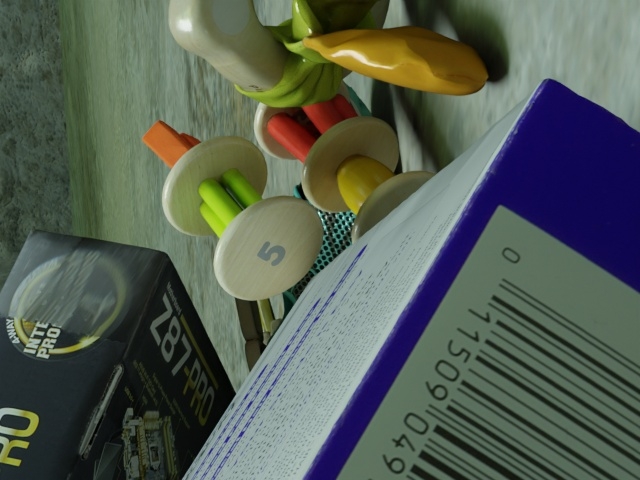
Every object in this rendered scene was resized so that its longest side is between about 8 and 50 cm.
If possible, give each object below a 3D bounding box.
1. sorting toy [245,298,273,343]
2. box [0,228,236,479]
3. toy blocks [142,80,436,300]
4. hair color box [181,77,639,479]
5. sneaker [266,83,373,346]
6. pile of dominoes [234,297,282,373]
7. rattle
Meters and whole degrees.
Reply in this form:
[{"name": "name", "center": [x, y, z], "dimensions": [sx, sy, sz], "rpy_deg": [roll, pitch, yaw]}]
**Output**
[{"name": "sorting toy", "center": [-0.043, 0.179, 1.264], "dimensions": [0.132, 0.046, 0.274], "rpy_deg": [118, 142, -70]}, {"name": "box", "center": [-0.122, 0.235, 0.930], "dimensions": [0.395, 0.097, 0.318], "rpy_deg": [70, -144, -53]}, {"name": "toy blocks", "center": [-0.026, -0.041, 0.778], "dimensions": [0.148, 0.123, 0.054], "rpy_deg": [49, 140, 44]}, {"name": "hair color box", "center": [0.021, 0.087, 0.553], "dimensions": [0.185, 0.110, 0.339], "rpy_deg": [-58, 5, -14]}, {"name": "sneaker", "center": [0.000, 0.000, 0.868], "dimensions": [0.065, 0.076, 0.166], "rpy_deg": [-135, 39, -69]}, {"name": "pile of dominoes", "center": [-0.034, 0.087, 0.999], "dimensions": [0.251, 0.040, 0.196], "rpy_deg": [53, -155, -77]}, {"name": "rattle", "center": [0.018, -0.162, 0.722], "dimensions": [0.143, 0.130, 0.200], "rpy_deg": [-10, 57, 61]}]
